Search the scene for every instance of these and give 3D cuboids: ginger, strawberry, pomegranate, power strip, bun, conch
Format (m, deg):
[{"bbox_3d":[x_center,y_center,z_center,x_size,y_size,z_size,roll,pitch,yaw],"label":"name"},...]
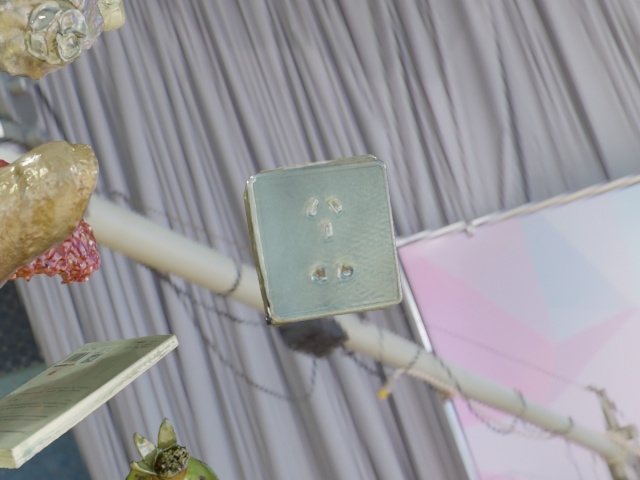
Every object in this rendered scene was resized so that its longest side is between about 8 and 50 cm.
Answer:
[{"bbox_3d":[-0.423,-0.002,1.476,0.354,0.126,0.190,-38,-36,-7],"label":"ginger"},{"bbox_3d":[-0.444,-0.049,1.813,0.138,0.233,0.306,-52,-28,21],"label":"strawberry"},{"bbox_3d":[-0.212,0.350,1.612,0.156,0.156,0.220,-21,-40,7],"label":"pomegranate"},{"bbox_3d":[0.000,0.000,1.599,0.198,0.213,0.064,-7,-1,-12],"label":"power strip"},{"bbox_3d":[-0.378,-0.408,2.064,0.086,0.086,0.055,-11,-24,-33],"label":"bun"},{"bbox_3d":[-0.382,-0.335,1.555,0.210,0.291,0.159,-20,-28,-39],"label":"conch"}]

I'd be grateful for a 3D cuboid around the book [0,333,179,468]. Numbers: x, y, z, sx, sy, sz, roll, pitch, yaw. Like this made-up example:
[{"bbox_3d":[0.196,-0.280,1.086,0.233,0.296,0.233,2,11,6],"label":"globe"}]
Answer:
[{"bbox_3d":[-0.334,0.195,1.479,0.214,0.025,0.282,-8,20,44],"label":"book"}]
